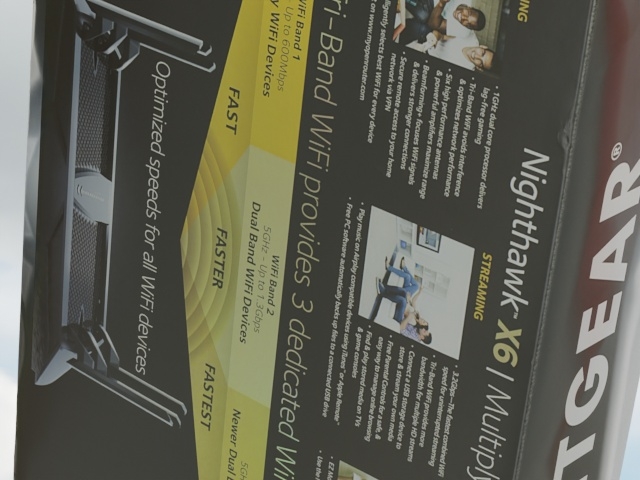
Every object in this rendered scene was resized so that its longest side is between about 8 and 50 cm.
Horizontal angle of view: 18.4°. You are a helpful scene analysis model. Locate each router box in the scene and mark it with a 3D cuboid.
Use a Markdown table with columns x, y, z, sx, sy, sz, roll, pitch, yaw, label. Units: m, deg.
| x | y | z | sx | sy | sz | roll | pitch | yaw | label |
| --- | --- | --- | --- | --- | --- | --- | --- | --- | --- |
| 0.000 | 0.000 | 0.725 | 0.243 | 0.081 | 0.309 | 25 | -58 | 33 | router box |
